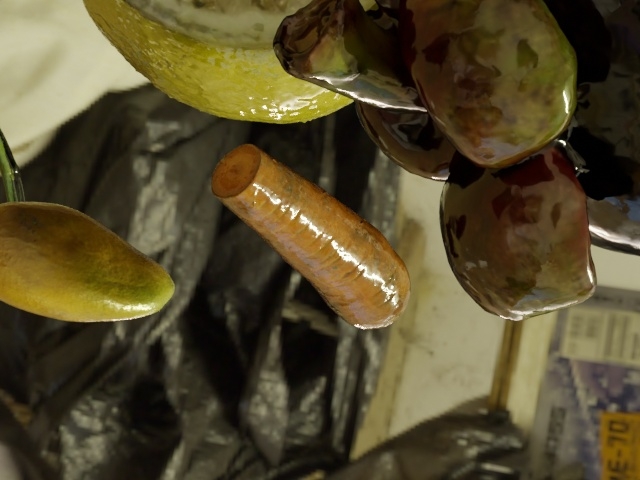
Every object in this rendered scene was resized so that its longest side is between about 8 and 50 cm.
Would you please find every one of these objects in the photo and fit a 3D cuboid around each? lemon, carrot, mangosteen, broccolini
[{"bbox_3d":[-0.047,-0.265,1.081,0.364,0.364,0.364,8,90,-72],"label":"lemon"},{"bbox_3d":[0.000,0.000,0.406,0.093,0.032,0.032,41,56,-43],"label":"carrot"},{"bbox_3d":[0.196,-0.149,0.804,0.435,0.382,0.382,-34,135,-30],"label":"mangosteen"},{"bbox_3d":[-0.354,-0.031,1.417,0.051,0.054,0.239,-159,-125,-68],"label":"broccolini"}]

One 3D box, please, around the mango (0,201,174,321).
[{"bbox_3d":[-0.207,0.019,0.998,0.101,0.188,0.066,-89,-156,-46],"label":"mango"}]
